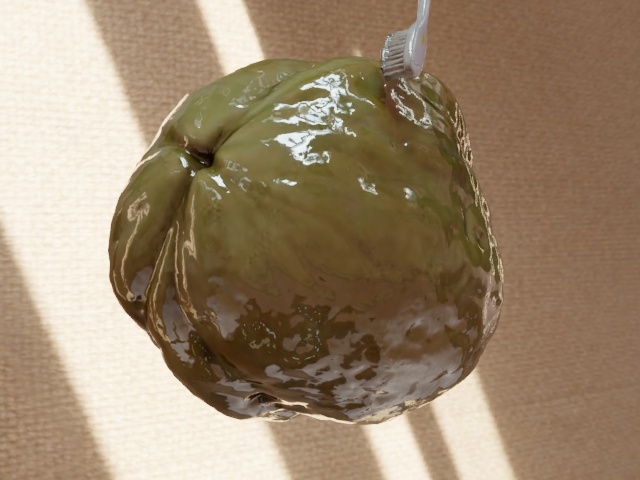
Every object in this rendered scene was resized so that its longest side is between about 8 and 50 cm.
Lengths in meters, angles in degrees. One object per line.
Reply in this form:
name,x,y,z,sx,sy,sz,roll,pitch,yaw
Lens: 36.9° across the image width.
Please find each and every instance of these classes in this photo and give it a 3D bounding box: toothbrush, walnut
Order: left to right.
walnut,0.000,0.000,0.634,0.283,0.227,0.283,-29,135,-34
toothbrush,0.071,-0.192,0.609,0.018,0.024,0.257,52,41,-41
